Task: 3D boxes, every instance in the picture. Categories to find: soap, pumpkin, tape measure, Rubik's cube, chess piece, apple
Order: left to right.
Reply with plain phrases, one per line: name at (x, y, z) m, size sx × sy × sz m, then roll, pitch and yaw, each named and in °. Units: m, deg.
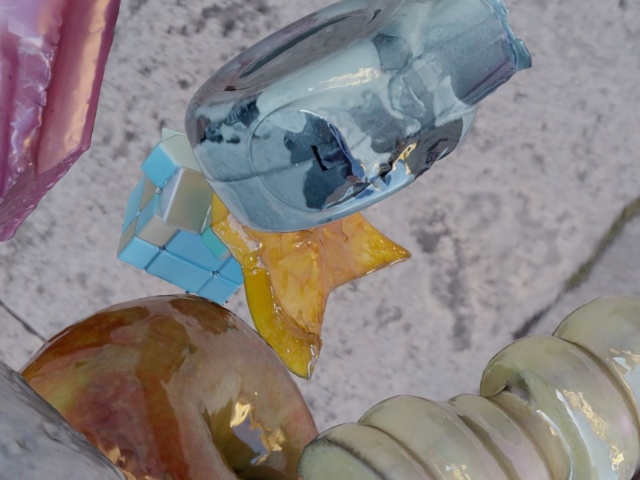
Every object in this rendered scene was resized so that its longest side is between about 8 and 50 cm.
soap at (-0.292, -0.149, 1.179) m, size 0.127 × 0.220 × 0.325 m, roll -45°, pitch 151°, yaw -64°
apple at (-0.135, 0.206, 1.048) m, size 0.301 × 0.301 × 0.301 m, roll -12°, pitch 112°, yaw -31°
Rubik's cube at (-0.145, -0.047, 2.025) m, size 0.265 × 0.224 × 0.213 m, roll 25°, pitch 132°, yaw -23°
pumpkin at (-0.020, -0.009, 1.724) m, size 0.290 × 0.095 × 0.258 m, roll -42°, pitch 106°, yaw -46°
tape measure at (0.017, -0.113, 1.259) m, size 0.256 × 0.275 × 0.147 m, roll -36°, pitch 110°, yaw -25°
chess piece at (0.085, 0.077, 0.576) m, size 0.170 × 0.094 × 0.094 m, roll -31°, pitch 121°, yaw -25°

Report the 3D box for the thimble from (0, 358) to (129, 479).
thimble at (-0.226, 0.158, 0.683) m, size 0.245 × 0.157 × 0.217 m, roll -44°, pitch 161°, yaw -17°
